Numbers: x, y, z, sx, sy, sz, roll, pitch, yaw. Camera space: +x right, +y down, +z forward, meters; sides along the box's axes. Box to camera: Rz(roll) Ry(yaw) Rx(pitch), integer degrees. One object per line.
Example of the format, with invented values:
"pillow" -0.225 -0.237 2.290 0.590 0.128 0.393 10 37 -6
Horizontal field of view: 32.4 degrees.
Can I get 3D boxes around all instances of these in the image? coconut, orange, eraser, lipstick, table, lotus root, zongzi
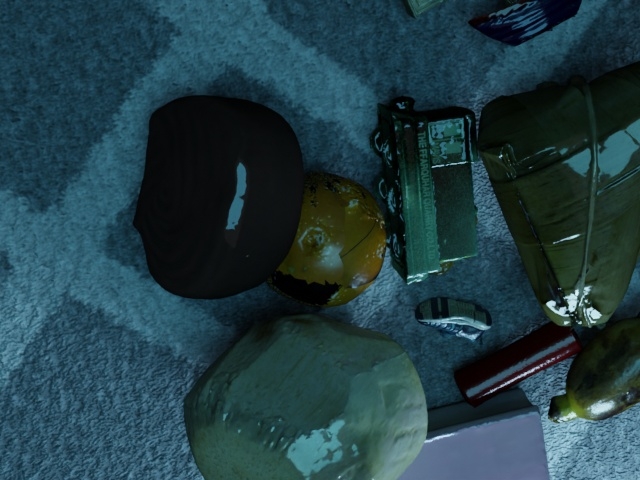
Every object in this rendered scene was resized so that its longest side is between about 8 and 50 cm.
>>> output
"coconut" -0.020 0.288 1.878 0.415 0.415 0.344 9 127 -12
"orange" 0.000 0.000 1.867 0.234 0.182 0.234 -1 84 5
"eraser" 0.248 0.457 2.097 0.359 0.122 0.272 -12 109 -6
"lipstick" 0.368 0.226 2.053 0.241 0.080 0.080 -29 110 8
"table" 0.173 -0.425 1.836 0.083 0.062 0.079 -28 110 0
"lotus root" 0.555 0.244 2.058 0.314 0.141 0.169 -45 151 12
"zongzi" 0.545 -0.052 1.831 0.467 0.218 0.500 -13 114 24

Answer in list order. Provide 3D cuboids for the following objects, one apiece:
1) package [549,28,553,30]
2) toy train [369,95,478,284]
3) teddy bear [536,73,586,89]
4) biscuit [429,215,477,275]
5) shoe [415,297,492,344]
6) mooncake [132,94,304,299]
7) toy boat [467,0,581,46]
"package" 0.373 -0.400 1.894 0.059 0.029 0.083 -1 102 -3
"toy train" 0.187 -0.090 1.903 0.178 0.138 0.330 -9 107 -9
"teddy bear" 0.445 -0.207 1.942 0.119 0.078 0.160 -14 108 -8
"biscuit" 0.231 -0.003 2.002 0.071 0.018 0.147 27 100 -12
"shoe" 0.242 0.151 2.035 0.143 0.064 0.071 10 124 -7
"mooncake" -0.179 -0.084 1.777 0.174 0.334 0.326 -5 145 -47
"toy boat" 0.337 -0.483 1.839 0.219 0.072 0.318 -5 90 -6
